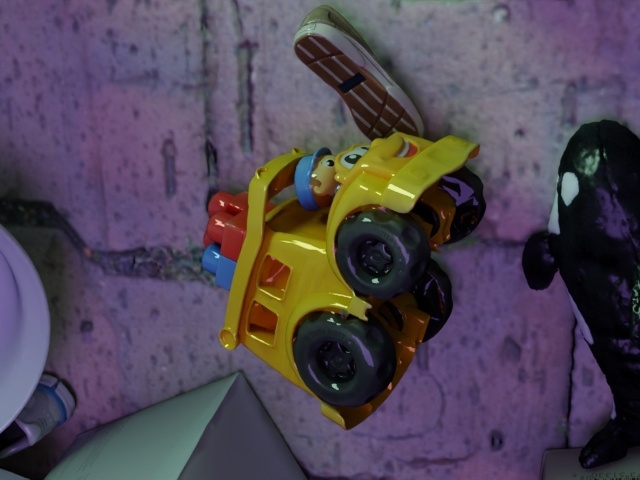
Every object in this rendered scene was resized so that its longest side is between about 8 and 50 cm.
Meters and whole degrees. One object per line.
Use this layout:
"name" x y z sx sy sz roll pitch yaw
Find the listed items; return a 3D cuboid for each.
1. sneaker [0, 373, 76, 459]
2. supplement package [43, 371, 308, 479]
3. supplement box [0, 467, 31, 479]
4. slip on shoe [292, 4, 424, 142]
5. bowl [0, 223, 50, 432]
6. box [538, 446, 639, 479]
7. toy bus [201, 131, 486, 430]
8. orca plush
"sneaker" -0.332 0.181 1.077 0.191 0.083 0.071 -18 110 23
"supplement package" -0.143 0.253 0.994 0.203 0.194 0.149 -23 107 24
"supplement box" -0.346 0.295 1.093 0.130 0.073 0.239 19 141 6
"slip on shoe" 0.033 -0.122 0.859 0.135 0.041 0.051 41 136 -24
"bowl" -0.390 0.056 0.976 0.298 0.134 0.297 -8 119 -15
"box" 0.269 0.301 0.942 0.149 0.127 0.232 -6 112 17
"toy bus" 0.000 0.000 0.877 0.211 0.149 0.220 28 122 19
"orca plush" 0.223 0.060 0.856 0.151 0.102 0.287 8 116 12
